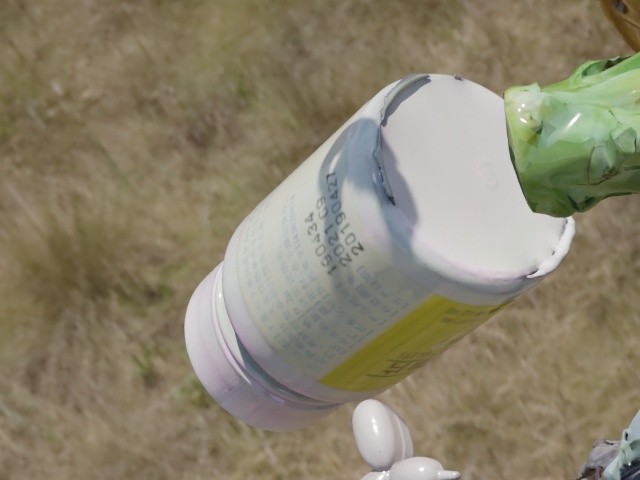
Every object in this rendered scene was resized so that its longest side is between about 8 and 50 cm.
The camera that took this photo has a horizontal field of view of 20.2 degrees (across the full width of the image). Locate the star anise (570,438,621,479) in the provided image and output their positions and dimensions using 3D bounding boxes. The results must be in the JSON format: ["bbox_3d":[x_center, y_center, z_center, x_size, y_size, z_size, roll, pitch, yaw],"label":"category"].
[{"bbox_3d":[0.367,0.253,1.985,0.198,0.257,0.110,-21,81,3],"label":"star anise"}]

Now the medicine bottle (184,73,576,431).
[{"bbox_3d":[0.038,0.022,1.627,0.379,0.213,0.213,-40,22,50],"label":"medicine bottle"}]

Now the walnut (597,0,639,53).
[{"bbox_3d":[0.303,-0.233,1.448,0.193,0.225,0.193,-18,35,13],"label":"walnut"}]

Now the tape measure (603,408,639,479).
[{"bbox_3d":[0.350,0.209,1.582,0.181,0.182,0.107,-33,14,-14],"label":"tape measure"}]

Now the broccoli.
[{"bbox_3d":[0.235,-0.061,0.970,0.269,0.269,0.254,-9,84,28],"label":"broccoli"}]

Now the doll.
[{"bbox_3d":[0.042,0.229,1.442,0.161,0.059,0.160,-49,49,5],"label":"doll"}]
